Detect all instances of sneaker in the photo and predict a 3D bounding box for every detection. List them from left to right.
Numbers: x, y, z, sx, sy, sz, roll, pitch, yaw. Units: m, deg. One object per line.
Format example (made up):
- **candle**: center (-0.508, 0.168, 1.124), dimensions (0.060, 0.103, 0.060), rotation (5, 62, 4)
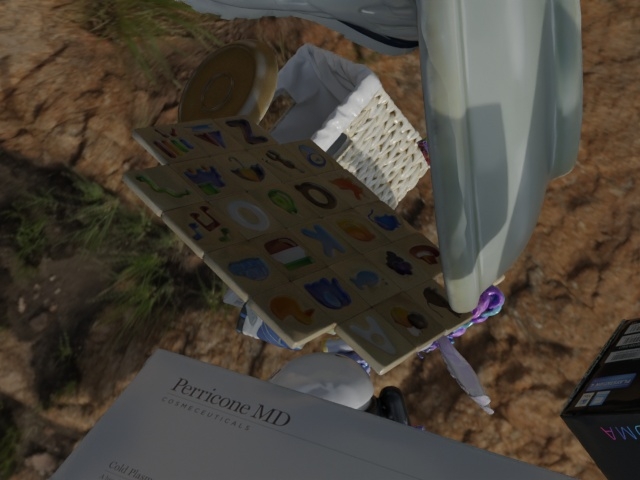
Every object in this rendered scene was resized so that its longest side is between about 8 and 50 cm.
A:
- **sneaker**: center (-0.032, 0.050, 0.965), dimensions (0.081, 0.080, 0.211), rotation (27, 145, 6)
- **sneaker**: center (-0.002, -0.179, 0.532), dimensions (0.235, 0.095, 0.090), rotation (4, 89, -28)

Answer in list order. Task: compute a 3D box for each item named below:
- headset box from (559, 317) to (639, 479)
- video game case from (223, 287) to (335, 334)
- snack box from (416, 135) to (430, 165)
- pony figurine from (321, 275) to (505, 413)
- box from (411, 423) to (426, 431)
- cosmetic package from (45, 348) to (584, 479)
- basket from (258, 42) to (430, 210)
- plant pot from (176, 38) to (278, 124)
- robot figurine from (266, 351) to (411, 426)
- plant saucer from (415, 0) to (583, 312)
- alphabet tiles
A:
- **headset box**: center (0.372, 0.187, 0.653), dimensions (0.131, 0.246, 0.283), rotation (-44, 102, -32)
- **video game case**: center (-0.027, 0.085, 1.298), dimensions (0.193, 0.212, 0.023), rotation (18, 66, -16)
- **snack box**: center (0.197, -0.143, 1.033), dimensions (0.141, 0.100, 0.037), rotation (-31, 93, -29)
- **pony figurine**: center (0.194, 0.171, 1.710), dimensions (0.363, 0.351, 0.303), rotation (-17, 106, 13)
- **box**: center (0.127, 0.547, 1.987), dimensions (0.290, 0.177, 0.279), rotation (4, 138, 38)
- **cosmetic package**: center (-0.001, 0.220, 0.406), dimensions (0.377, 0.284, 0.097), rotation (13, 137, 28)
- **basket**: center (0.006, -0.179, 1.780), dimensions (0.328, 0.331, 0.266), rotation (-49, 122, 1)
- **plant pot**: center (-0.175, -0.257, 1.532), dimensions (0.236, 0.236, 0.032), rotation (-50, 135, 10)
- **robot figurine**: center (0.011, 0.296, 1.231), dimensions (0.173, 0.209, 0.278), rotation (-6, 101, 40)
- **plant saucer**: center (0.126, -0.150, 0.639), dimensions (0.100, 0.400, 0.400), rotation (-5, 106, 9)
- **alphabet tiles**: center (-0.017, -0.014, 0.852), dimensions (0.342, 0.285, 0.011), rotation (42, 122, 20)
